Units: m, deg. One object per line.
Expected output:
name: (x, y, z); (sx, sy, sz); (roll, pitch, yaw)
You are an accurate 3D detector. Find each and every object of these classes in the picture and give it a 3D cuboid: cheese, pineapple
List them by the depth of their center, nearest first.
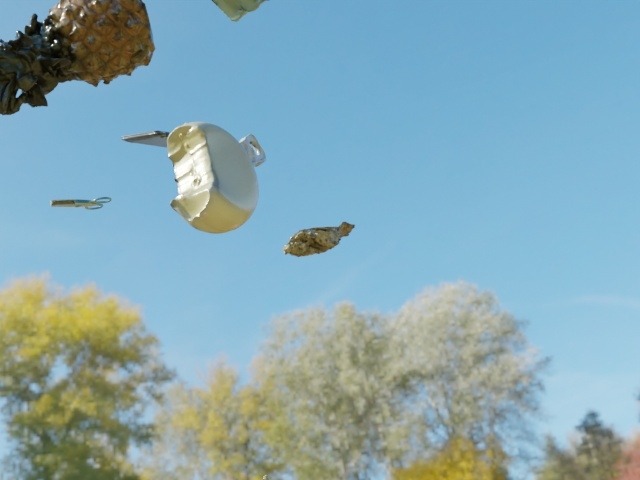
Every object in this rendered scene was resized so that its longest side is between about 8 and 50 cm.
pineapple: (-0.330, -0.231, 1.097); (0.248, 0.128, 0.128); (-29, -18, -25)
cheese: (-0.128, -0.088, 1.281); (0.071, 0.163, 0.249); (-28, -12, 25)

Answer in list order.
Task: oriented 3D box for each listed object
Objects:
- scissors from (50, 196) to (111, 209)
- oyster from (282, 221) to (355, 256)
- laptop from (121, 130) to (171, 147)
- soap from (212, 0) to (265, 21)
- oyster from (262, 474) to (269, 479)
scissors: (-0.447, -0.068, 1.662); (0.119, 0.014, 0.058); (-3, -18, -46)
oyster: (-0.007, 0.002, 1.847); (0.105, 0.056, 0.177); (-16, -4, 40)
laptop: (-0.264, -0.184, 1.674); (0.180, 0.016, 0.129); (5, -4, -43)
soap: (-0.108, -0.306, 0.831); (0.198, 0.063, 0.114); (42, -33, -27)
oyster: (-0.092, 0.438, 1.464); (0.038, 0.080, 0.083); (8, -51, 21)
